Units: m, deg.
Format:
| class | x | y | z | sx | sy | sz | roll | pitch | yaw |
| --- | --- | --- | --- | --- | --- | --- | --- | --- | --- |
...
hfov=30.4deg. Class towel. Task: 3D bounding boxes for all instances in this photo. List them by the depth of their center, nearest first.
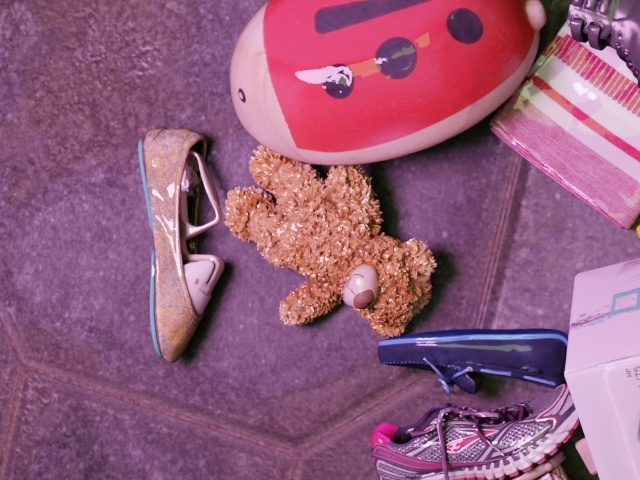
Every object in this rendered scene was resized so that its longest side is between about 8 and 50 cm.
| class | x | y | z | sx | sy | sz | roll | pitch | yaw |
| --- | --- | --- | --- | --- | --- | --- | --- | --- | --- |
| towel | 0.406 | -0.212 | 1.541 | 0.237 | 0.037 | 0.329 | 39 | 101 | 18 |

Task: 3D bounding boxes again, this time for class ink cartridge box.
| class | x | y | z | sx | sy | sz | roll | pitch | yaw |
| --- | --- | --- | --- | --- | --- | --- | --- | --- | --- |
| ink cartridge box | 0.409 | 0.154 | 1.361 | 0.197 | 0.270 | 0.198 | -15 | 107 | 20 |

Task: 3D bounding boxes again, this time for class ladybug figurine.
| class | x | y | z | sx | sy | sz | roll | pitch | yaw |
| --- | --- | --- | --- | --- | --- | --- | --- | --- | --- |
| ladybug figurine | 0.075 | -0.265 | 1.577 | 0.449 | 0.162 | 0.305 | -15 | 64 | 15 |

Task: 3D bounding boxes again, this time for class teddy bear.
| class | x | y | z | sx | sy | sz | roll | pitch | yaw |
| --- | --- | --- | --- | --- | --- | --- | --- | --- | --- |
| teddy bear | 0.000 | 0.000 | 1.651 | 0.245 | 0.113 | 0.338 | -39 | 74 | 17 |

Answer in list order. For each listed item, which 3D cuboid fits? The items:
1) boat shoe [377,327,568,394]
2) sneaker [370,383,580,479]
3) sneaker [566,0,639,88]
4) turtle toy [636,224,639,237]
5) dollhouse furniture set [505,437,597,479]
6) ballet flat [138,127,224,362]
| class | x | y | z | sx | sy | sz | roll | pitch | yaw |
| --- | --- | --- | --- | --- | --- | --- | --- | --- | --- |
| boat shoe | 0.200 | 0.165 | 1.564 | 0.258 | 0.109 | 0.089 | -2 | 92 | 23 |
| sneaker | 0.202 | 0.255 | 1.536 | 0.299 | 0.121 | 0.112 | -26 | 94 | 18 |
| sneaker | 0.390 | -0.236 | 1.481 | 0.147 | 0.104 | 0.296 | -7 | 79 | 20 |
| turtle toy | 0.462 | 0.001 | 1.488 | 0.095 | 0.066 | 0.130 | -35 | 75 | 16 |
| dollhouse furniture set | 0.266 | 0.453 | 1.452 | 0.355 | 0.174 | 0.303 | -36 | 75 | 27 |
| ballet flat | -0.198 | 0.002 | 1.733 | 0.123 | 0.123 | 0.348 | -8 | 83 | 21 |
